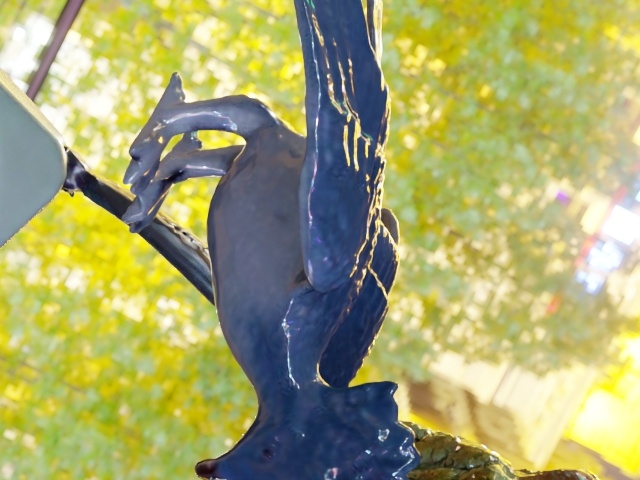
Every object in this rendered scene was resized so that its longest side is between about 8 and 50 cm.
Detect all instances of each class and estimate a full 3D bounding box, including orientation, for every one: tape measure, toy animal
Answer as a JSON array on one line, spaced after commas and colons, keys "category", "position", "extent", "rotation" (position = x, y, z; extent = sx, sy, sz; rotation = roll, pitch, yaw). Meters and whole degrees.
[{"category": "tape measure", "position": [-0.221, -0.011, 0.872], "extent": [0.215, 0.351, 0.098], "rotation": [-43, -172, 1]}, {"category": "toy animal", "position": [0.000, 0.000, 0.620], "extent": [0.255, 0.176, 0.239], "rotation": [-57, 166, -19]}]

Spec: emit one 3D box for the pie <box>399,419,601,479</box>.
[{"category": "pie", "position": [0.058, 0.381, 1.396], "extent": [0.395, 0.180, 0.418], "rotation": [-3, -126, 50]}]
